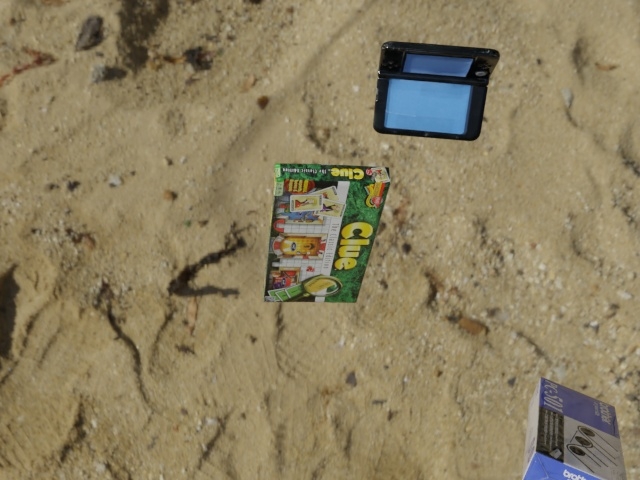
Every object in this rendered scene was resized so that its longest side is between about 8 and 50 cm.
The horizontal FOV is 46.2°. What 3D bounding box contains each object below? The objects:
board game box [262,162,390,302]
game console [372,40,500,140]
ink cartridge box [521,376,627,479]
[{"bbox_3d":[0.000,0.000,0.960,0.136,0.259,0.030,-1,53,-8],"label":"board game box"},{"bbox_3d":[0.121,-0.158,0.804,0.122,0.107,0.071,5,82,2],"label":"game console"},{"bbox_3d":[0.285,0.228,0.848,0.097,0.046,0.207,21,17,12],"label":"ink cartridge box"}]
